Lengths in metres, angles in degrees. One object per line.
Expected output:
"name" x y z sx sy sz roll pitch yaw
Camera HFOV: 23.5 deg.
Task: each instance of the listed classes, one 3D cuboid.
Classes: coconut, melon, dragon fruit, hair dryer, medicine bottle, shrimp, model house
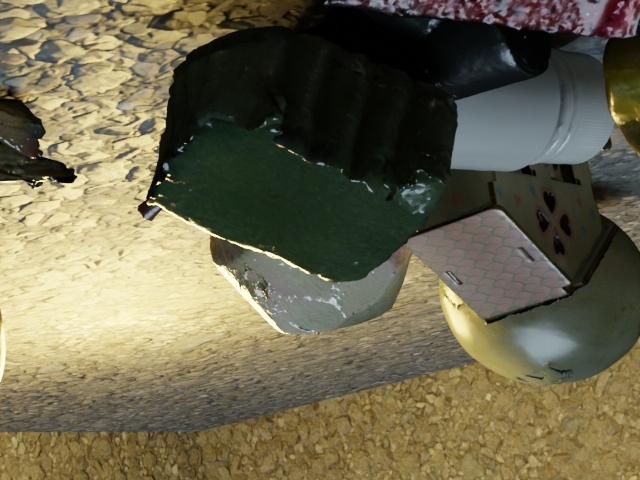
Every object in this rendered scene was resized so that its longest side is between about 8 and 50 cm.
"coconut" 0.000 0.000 1.711 0.224 0.234 0.224 -34 -164 11
"melon" 0.317 0.075 2.204 0.330 0.268 0.268 11 157 -36
"dragon fruit" 0.104 -0.227 1.066 0.262 0.163 0.189 0 -167 -23
"hair dryer" 0.015 -0.193 1.263 0.244 0.116 0.302 -15 154 31
"medicine bottle" 0.168 -0.136 1.493 0.237 0.139 0.139 -1 165 -38
"shrimp" -0.335 -0.102 1.464 0.254 0.059 0.145 4 152 -30
"model house" 0.208 -0.035 1.719 0.169 0.244 0.326 -21 163 33

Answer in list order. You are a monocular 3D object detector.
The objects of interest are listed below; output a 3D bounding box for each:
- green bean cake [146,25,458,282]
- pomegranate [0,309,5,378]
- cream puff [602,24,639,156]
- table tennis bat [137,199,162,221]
"green bean cake" -0.021 -0.073 1.278 0.227 0.125 0.222 17 154 -16
"pomegranate" -0.525 0.138 1.836 0.319 0.319 0.319 -9 167 -2
"cream puff" 0.423 -0.129 1.292 0.323 0.269 0.274 2 -172 -36
"table tennis bat" -0.139 -0.112 1.661 0.170 0.119 0.107 -40 129 21
